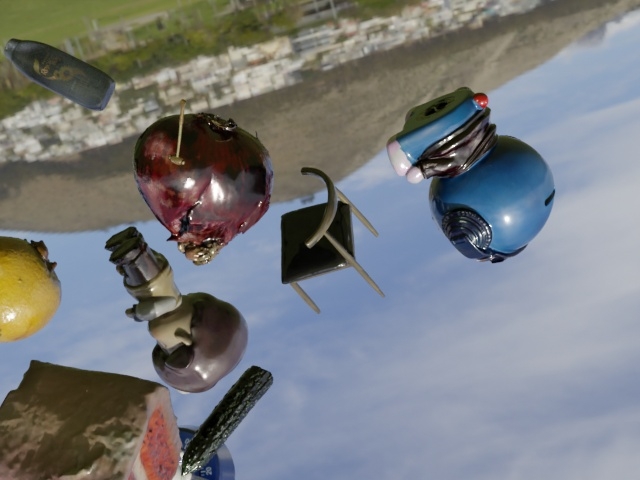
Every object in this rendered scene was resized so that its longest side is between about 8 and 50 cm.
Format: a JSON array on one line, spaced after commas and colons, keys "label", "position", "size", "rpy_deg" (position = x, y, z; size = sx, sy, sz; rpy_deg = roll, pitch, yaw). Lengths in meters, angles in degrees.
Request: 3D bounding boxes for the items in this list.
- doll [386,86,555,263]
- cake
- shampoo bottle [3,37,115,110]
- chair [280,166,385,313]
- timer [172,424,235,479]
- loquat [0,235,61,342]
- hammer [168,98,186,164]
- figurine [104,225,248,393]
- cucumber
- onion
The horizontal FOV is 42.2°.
[{"label": "doll", "position": [0.287, -0.113, 1.511], "size": [0.240, 0.310, 0.284], "rpy_deg": [-17, -157, 45]}, {"label": "cake", "position": [-0.356, 0.347, 1.258], "size": [0.230, 0.309, 0.237], "rpy_deg": [11, -128, 3]}, {"label": "shampoo bottle", "position": [-0.553, -0.357, 1.755], "size": [0.234, 0.087, 0.049], "rpy_deg": [27, 178, -1]}, {"label": "chair", "position": [0.000, 0.000, 1.651], "size": [0.166, 0.272, 0.188], "rpy_deg": [-16, -128, 18]}, {"label": "timer", "position": [-0.369, 0.563, 1.994], "size": [0.270, 0.270, 0.383], "rpy_deg": [-16, 161, 0]}, {"label": "loquat", "position": [-0.769, 0.110, 2.043], "size": [0.275, 0.275, 0.275], "rpy_deg": [-15, -164, 4]}, {"label": "hammer", "position": [-0.216, -0.166, 1.280], "size": [0.029, 0.123, 0.014], "rpy_deg": [22, -137, 6]}, {"label": "figurine", "position": [-0.300, 0.157, 1.630], "size": [0.206, 0.365, 0.218], "rpy_deg": [-53, -148, -11]}, {"label": "cucumber", "position": [-0.208, 0.390, 1.801], "size": [0.072, 0.072, 0.300], "rpy_deg": [-2, -145, 40]}, {"label": "onion", "position": [-0.211, -0.114, 1.472], "size": [0.221, 0.281, 0.281], "rpy_deg": [24, -141, 35]}]
